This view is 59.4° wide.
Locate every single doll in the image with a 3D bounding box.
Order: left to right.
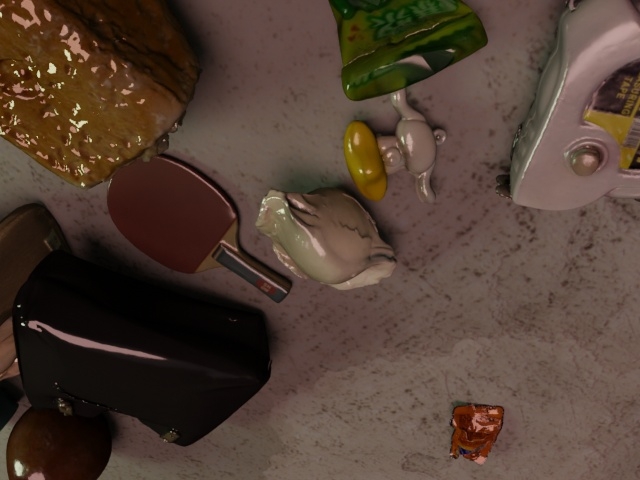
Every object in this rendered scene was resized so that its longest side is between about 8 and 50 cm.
[{"bbox_3d":[0.082,-0.105,0.616,0.113,0.071,0.135,4,117,-2],"label":"doll"}]

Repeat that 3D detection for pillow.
[{"bbox_3d":[-0.408,0.047,0.702,0.033,0.217,0.130,2,124,30],"label":"pillow"}]

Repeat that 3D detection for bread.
[{"bbox_3d":[-0.241,-0.183,0.559,0.196,0.176,0.246,-25,129,33],"label":"bread"}]

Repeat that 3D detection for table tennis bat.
[{"bbox_3d":[-0.155,-0.005,0.739,0.274,0.021,0.154,36,120,-10],"label":"table tennis bat"}]

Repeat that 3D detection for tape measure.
[{"bbox_3d":[0.298,-0.128,0.528,0.197,0.120,0.236,14,127,8],"label":"tape measure"}]

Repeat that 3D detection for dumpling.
[{"bbox_3d":[0.000,0.000,0.674,0.188,0.108,0.127,31,148,-26],"label":"dumpling"}]

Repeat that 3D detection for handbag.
[{"bbox_3d":[-0.259,0.184,0.799,0.342,0.152,0.288,22,127,-16],"label":"handbag"}]

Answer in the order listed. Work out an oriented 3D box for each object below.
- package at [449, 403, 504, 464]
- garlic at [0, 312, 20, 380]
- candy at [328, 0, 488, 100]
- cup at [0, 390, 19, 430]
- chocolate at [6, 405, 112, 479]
[{"bbox_3d":[0.229,0.294,0.847,0.077,0.033,0.110,13,118,13],"label":"package"},{"bbox_3d":[-0.493,0.117,0.772,0.203,0.184,0.281,5,122,3],"label":"garlic"},{"bbox_3d":[0.048,-0.265,0.520,0.149,0.069,0.246,-16,122,24],"label":"candy"},{"bbox_3d":[-0.620,0.276,0.904,0.173,0.167,0.300,50,143,-17],"label":"cup"},{"bbox_3d":[-0.433,0.349,0.919,0.177,0.176,0.176,4,121,7],"label":"chocolate"}]
